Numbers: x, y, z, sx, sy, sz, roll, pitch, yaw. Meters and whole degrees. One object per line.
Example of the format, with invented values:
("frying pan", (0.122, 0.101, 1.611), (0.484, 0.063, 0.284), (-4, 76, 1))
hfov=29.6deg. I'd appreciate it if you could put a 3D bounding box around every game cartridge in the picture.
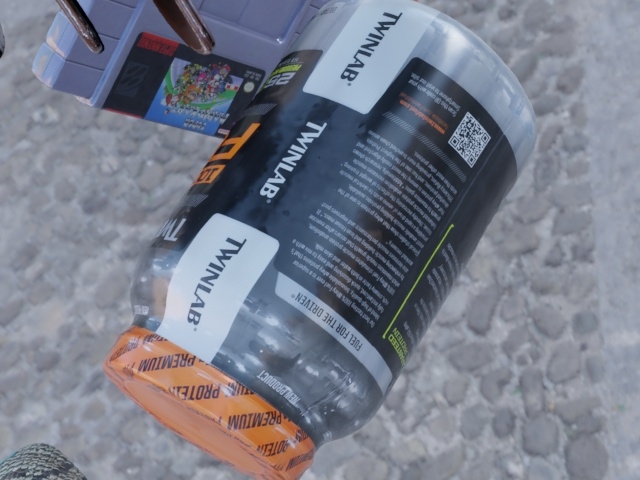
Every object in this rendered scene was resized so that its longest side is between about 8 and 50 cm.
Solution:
("game cartridge", (-0.135, -0.234, 1.356), (0.068, 0.355, 0.230), (34, 105, 33))

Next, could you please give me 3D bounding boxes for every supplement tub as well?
("supplement tub", (0.000, 0.000, 0.903), (0.207, 0.207, 0.338), (17, 65, 38))

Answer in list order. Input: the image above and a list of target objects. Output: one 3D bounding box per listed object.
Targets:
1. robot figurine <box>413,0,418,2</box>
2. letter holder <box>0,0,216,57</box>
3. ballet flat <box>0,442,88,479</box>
("robot figurine", (0.041, -0.358, 1.712), (0.128, 0.219, 0.158), (-36, 69, 51))
("letter holder", (-0.207, -0.203, 0.937), (0.152, 0.214, 0.302), (-34, 19, -3))
("ballet flat", (-0.089, 0.337, 1.001), (0.164, 0.483, 0.182), (-36, 17, 33))
